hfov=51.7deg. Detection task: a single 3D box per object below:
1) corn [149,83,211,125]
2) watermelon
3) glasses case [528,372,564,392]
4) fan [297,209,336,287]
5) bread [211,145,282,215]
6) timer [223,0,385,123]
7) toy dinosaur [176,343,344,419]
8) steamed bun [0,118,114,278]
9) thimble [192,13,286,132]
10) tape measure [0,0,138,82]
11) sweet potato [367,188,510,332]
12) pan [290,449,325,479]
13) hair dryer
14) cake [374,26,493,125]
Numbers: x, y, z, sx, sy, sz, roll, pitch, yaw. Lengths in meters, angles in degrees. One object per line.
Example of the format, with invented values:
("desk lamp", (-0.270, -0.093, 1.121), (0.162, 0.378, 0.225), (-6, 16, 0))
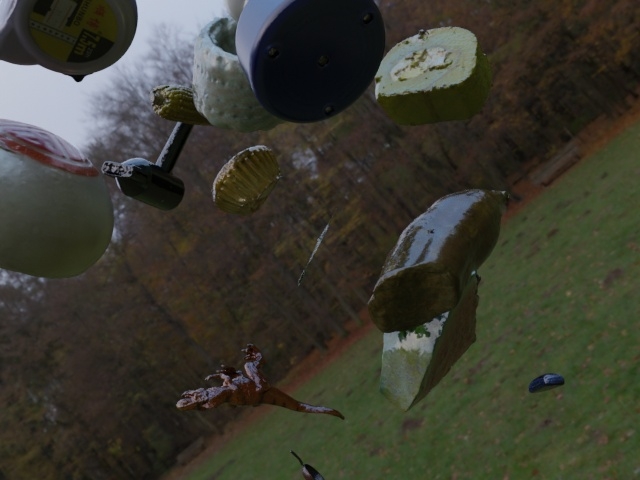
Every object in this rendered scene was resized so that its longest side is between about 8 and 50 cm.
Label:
("corn", (-0.346, -0.355, 1.757), (0.097, 0.097, 0.262), (-42, -24, 27))
("watermelon", (0.234, 0.199, 1.394), (0.232, 0.193, 0.310), (7, -89, -78))
("glasses case", (0.350, 0.220, 1.027), (0.034, 0.023, 0.083), (-8, -20, -5))
("fan", (-0.001, 0.000, 1.192), (0.310, 0.010, 0.182), (116, 180, -82))
("bread", (-0.211, -0.169, 1.930), (0.240, 0.139, 0.240), (-46, -3, -3))
("timer", (-0.079, -0.435, 1.288), (0.270, 0.383, 0.270), (-20, -41, -19))
("toy dinosaur", (-0.155, 0.360, 1.653), (0.432, 0.208, 0.097), (5, -63, -27))
("steamed bun", (-0.426, -0.074, 0.947), (0.177, 0.283, 0.283), (-63, -9, 7))
("thimble", (-0.176, -0.412, 1.600), (0.291, 0.291, 0.195), (-35, -30, -39))
("tape measure", (-0.351, -0.318, 0.921), (0.178, 0.105, 0.196), (20, -57, -40))
("sweet potato", (0.215, 0.012, 1.156), (0.369, 0.158, 0.158), (-48, 0, -38))
("pan", (-0.035, 0.539, 1.550), (0.023, 0.115, 0.068), (-46, -2, 1))
("hair dryer", (-0.447, -0.249, 1.834), (0.302, 0.116, 0.244), (-65, -22, -3))
("cake", (0.258, -0.375, 1.524), (0.156, 0.261, 0.179), (45, -127, -50))
